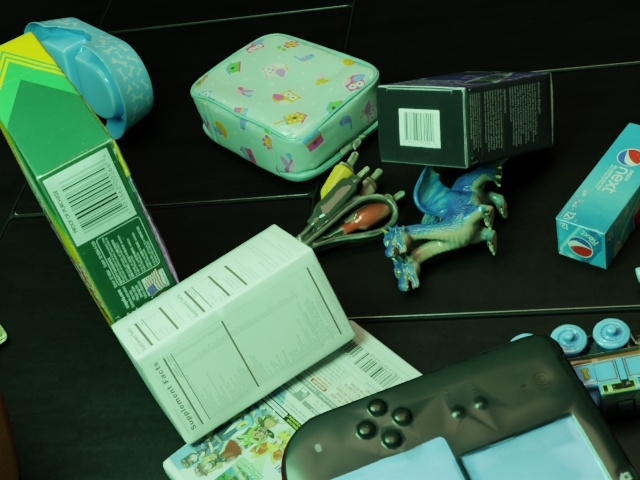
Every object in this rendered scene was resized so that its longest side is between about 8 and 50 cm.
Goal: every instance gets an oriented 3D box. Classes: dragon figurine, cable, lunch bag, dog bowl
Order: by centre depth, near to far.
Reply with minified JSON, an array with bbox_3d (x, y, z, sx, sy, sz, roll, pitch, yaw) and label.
[{"bbox_3d":[0.174,-0.051,1.547,0.144,0.085,0.289,3,46,21],"label":"dragon figurine"},{"bbox_3d":[0.000,0.000,1.594,0.287,0.072,0.139,-45,65,-11],"label":"cable"},{"bbox_3d":[-0.041,-0.213,1.771,0.279,0.108,0.224,28,56,37],"label":"lunch bag"},{"bbox_3d":[-0.388,-0.282,1.922,0.074,0.166,0.297,-32,43,-32],"label":"dog bowl"}]

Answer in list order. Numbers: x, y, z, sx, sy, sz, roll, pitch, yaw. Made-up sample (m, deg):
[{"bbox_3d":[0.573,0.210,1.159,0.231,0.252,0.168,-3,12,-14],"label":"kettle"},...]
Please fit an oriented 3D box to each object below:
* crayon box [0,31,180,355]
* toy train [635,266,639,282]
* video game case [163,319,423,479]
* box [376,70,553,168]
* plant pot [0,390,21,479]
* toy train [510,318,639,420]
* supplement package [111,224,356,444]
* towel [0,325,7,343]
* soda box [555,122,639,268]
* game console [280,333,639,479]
[{"bbox_3d":[-0.304,-0.046,1.488,0.106,0.363,0.313,-30,44,-13],"label":"crayon box"},{"bbox_3d":[0.466,0.008,1.426,0.166,0.046,0.125,-18,43,4],"label":"toy train"},{"bbox_3d":[0.028,0.263,1.302,0.300,0.036,0.329,-36,46,-20],"label":"video game case"},{"bbox_3d":[0.201,-0.170,1.570,0.153,0.108,0.207,8,18,42],"label":"box"},{"bbox_3d":[-0.504,0.266,1.319,0.267,0.235,0.267,24,56,35],"label":"plant pot"},{"bbox_3d":[0.291,0.154,1.302,0.184,0.080,0.105,-11,48,6],"label":"toy train"},{"bbox_3d":[-0.108,0.110,1.398,0.244,0.139,0.134,-31,23,-13],"label":"supplement package"},{"bbox_3d":[-0.513,0.128,1.621,0.110,0.027,0.148,-33,46,-15],"label":"towel"},{"bbox_3d":[0.391,-0.061,1.502,0.071,0.067,0.210,21,54,33],"label":"soda box"},{"bbox_3d":[0.168,0.299,1.148,0.342,0.060,0.386,-22,55,-5],"label":"game console"}]
